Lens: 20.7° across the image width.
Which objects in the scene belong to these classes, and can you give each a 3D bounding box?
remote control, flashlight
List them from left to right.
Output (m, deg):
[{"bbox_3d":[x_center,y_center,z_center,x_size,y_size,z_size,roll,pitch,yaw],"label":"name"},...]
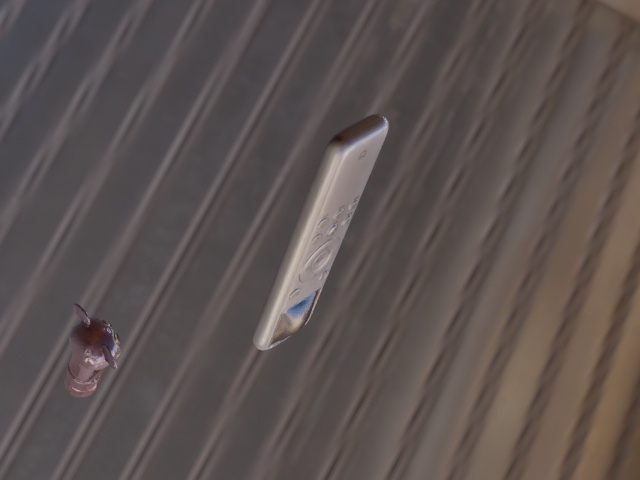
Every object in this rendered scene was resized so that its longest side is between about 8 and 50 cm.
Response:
[{"bbox_3d":[-0.151,0.078,1.158,0.031,0.052,0.110,-30,167,-24],"label":"flashlight"},{"bbox_3d":[0.000,0.000,1.480,0.067,0.029,0.261,-30,153,-41],"label":"remote control"}]
